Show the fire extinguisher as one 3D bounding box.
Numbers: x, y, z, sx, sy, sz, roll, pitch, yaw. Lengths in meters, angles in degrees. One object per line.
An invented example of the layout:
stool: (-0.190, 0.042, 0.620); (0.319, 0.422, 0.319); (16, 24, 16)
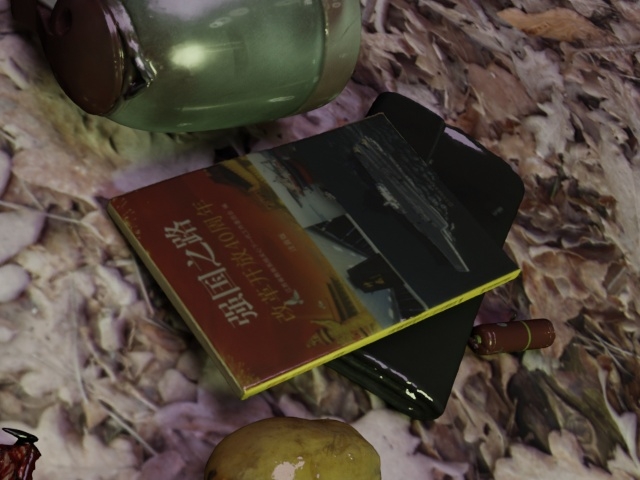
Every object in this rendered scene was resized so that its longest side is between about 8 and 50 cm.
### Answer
fire extinguisher: (0.214, 0.111, 1.381); (0.132, 0.039, 0.056); (-2, 25, -35)

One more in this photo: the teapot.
teapot: (-0.170, -0.245, 1.297); (0.312, 0.233, 0.315); (-18, 39, -37)

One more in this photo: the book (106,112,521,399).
book: (0.000, 0.000, 1.261); (0.374, 0.028, 0.262); (-20, 60, -33)

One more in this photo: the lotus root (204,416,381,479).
lotus root: (-0.035, 0.224, 1.069); (0.221, 0.118, 0.125); (-3, 41, -39)

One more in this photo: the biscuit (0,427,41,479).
biscuit: (-0.326, 0.197, 0.927); (0.235, 0.063, 0.151); (23, 58, -24)

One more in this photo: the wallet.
wallet: (0.098, 0.002, 1.370); (0.228, 0.062, 0.406); (34, 44, -6)
